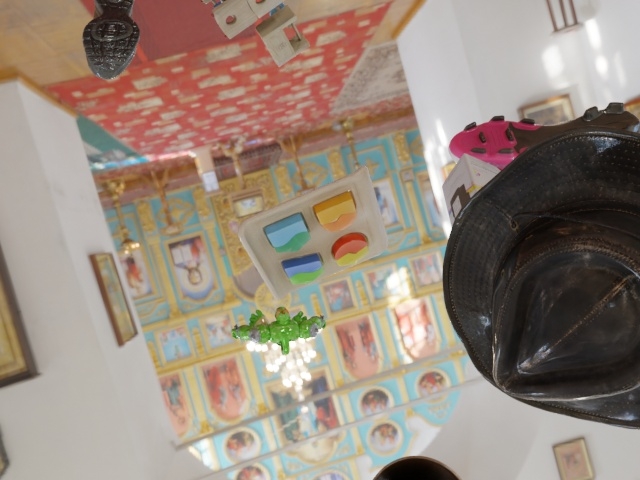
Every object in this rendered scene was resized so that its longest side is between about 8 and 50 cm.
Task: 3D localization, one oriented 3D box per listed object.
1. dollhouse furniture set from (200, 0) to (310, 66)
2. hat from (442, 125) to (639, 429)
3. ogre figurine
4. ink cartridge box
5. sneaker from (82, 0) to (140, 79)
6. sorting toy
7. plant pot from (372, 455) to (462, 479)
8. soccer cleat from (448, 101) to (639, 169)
[{"bbox_3d":[-0.130,-0.419,1.132,0.129,0.129,0.183,-34,149,3],"label":"dollhouse furniture set"},{"bbox_3d":[0.234,0.072,0.559,0.331,0.331,0.134,-13,-166,41],"label":"hat"},{"bbox_3d":[-0.078,0.186,1.277,0.197,0.096,0.118,15,176,-12],"label":"ogre figurine"},{"bbox_3d":[0.263,-0.040,0.918,0.128,0.072,0.175,21,-147,-12],"label":"ink cartridge box"},{"bbox_3d":[-0.429,-0.417,1.280,0.109,0.286,0.130,5,140,-14],"label":"sneaker"},{"bbox_3d":[0.000,0.000,0.926,0.208,0.038,0.193,-27,140,-3],"label":"sorting toy"},{"bbox_3d":[0.196,0.568,1.291,0.216,0.215,0.230,-16,159,-3],"label":"plant pot"},{"bbox_3d":[0.381,-0.138,1.049,0.331,0.143,0.116,-8,-133,-2],"label":"soccer cleat"}]
